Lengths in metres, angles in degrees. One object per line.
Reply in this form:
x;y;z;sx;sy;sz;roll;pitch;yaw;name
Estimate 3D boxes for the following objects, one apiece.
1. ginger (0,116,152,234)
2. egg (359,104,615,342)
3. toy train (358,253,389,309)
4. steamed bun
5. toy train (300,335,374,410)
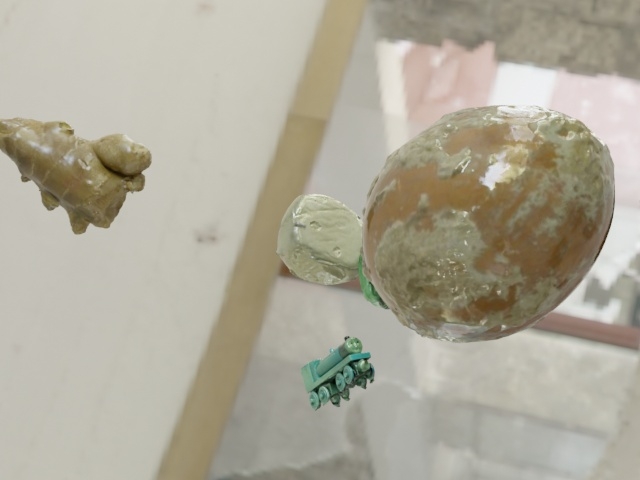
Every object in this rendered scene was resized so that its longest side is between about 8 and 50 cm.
-0.288;-0.079;1.712;0.081;0.205;0.115;-50;-33;-46;ginger
0.147;-0.016;1.299;0.245;0.203;0.203;-36;3;22;egg
0.114;0.046;1.872;0.081;0.149;0.099;143;122;-62;toy train
0.000;0.000;1.960;0.091;0.130;0.112;-34;40;54;steamed bun
0.015;0.109;1.216;0.092;0.029;0.045;-44;59;54;toy train
